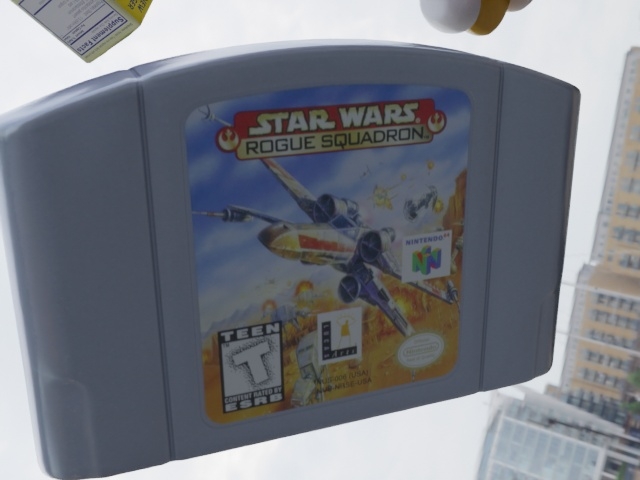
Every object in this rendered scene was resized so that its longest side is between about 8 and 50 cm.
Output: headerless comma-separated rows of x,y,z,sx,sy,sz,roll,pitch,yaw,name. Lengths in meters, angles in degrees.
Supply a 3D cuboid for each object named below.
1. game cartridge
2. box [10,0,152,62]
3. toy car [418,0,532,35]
0.000,0.000,0.366,0.297,0.062,0.198,-8,-66,-20,game cartridge
-0.304,-0.382,0.851,0.243,0.117,0.214,41,-132,-34,box
0.158,-0.324,0.788,0.159,0.136,0.182,-26,-49,-31,toy car
